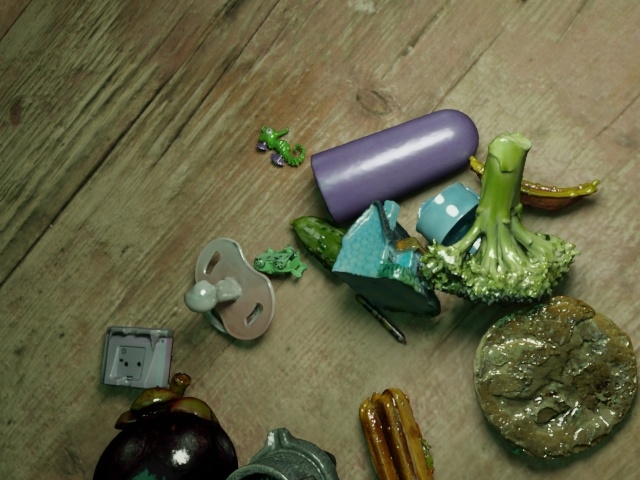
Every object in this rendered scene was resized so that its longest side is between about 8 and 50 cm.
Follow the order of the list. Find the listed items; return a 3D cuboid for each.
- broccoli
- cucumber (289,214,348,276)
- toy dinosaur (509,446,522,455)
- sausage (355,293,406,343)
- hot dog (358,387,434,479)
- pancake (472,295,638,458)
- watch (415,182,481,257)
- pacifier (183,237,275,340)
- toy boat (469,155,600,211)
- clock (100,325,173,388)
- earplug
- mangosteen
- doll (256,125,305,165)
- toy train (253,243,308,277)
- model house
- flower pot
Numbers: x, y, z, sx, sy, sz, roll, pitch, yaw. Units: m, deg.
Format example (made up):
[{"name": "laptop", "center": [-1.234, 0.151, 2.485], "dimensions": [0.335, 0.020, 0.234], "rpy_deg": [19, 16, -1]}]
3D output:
[{"name": "broccoli", "center": [0.458, -0.026, 1.205], "dimensions": [0.274, 0.353, 0.398], "rpy_deg": [16, 87, 40]}, {"name": "cucumber", "center": [0.002, -0.003, 1.480], "dimensions": [0.244, 0.134, 0.134], "rpy_deg": [32, 91, 26]}, {"name": "toy dinosaur", "center": [0.486, 0.494, 1.265], "dimensions": [0.083, 0.021, 0.062], "rpy_deg": [37, 105, 20]}, {"name": "sausage", "center": [0.169, 0.217, 1.425], "dimensions": [0.028, 0.025, 0.198], "rpy_deg": [-47, 68, 2]}, {"name": "hot dog", "center": [0.211, 0.551, 1.295], "dimensions": [0.158, 0.117, 0.349], "rpy_deg": [-38, 60, 37]}, {"name": "pancake", "center": [0.554, 0.323, 1.212], "dimensions": [0.386, 0.082, 0.388], "rpy_deg": [0, 92, 6]}, {"name": "watch", "center": [0.348, -0.065, 1.326], "dimensions": [0.210, 0.193, 0.211], "rpy_deg": [-5, 77, 23]}, {"name": "pacifier", "center": [-0.272, 0.146, 1.493], "dimensions": [0.220, 0.273, 0.332], "rpy_deg": [-39, 70, -10]}, {"name": "toy boat", "center": [0.535, -0.142, 1.309], "dimensions": [0.317, 0.141, 0.099], "rpy_deg": [15, 107, 15]}, {"name": "clock", "center": [-0.589, 0.371, 1.621], "dimensions": [0.252, 0.083, 0.187], "rpy_deg": [-1, 80, 18]}, {"name": "earplug", "center": [0.212, -0.222, 1.409], "dimensions": [0.455, 0.215, 0.215], "rpy_deg": [-22, 73, 10]}, {"name": "mangosteen", "center": [-0.424, 0.592, 1.377], "dimensions": [0.381, 0.382, 0.436], "rpy_deg": [-29, 63, 11]}, {"name": "doll", "center": [-0.124, -0.303, 1.616], "dimensions": [0.190, 0.050, 0.115], "rpy_deg": [43, 102, 19]}, {"name": "toy train", "center": [-0.123, 0.068, 1.524], "dimensions": [0.149, 0.099, 0.081], "rpy_deg": [-7, 111, 23]}, {"name": "model house", "center": [0.209, 0.044, 1.327], "dimensions": [0.225, 0.261, 0.241], "rpy_deg": [2, 63, 38]}, {"name": "flower pot", "center": [-0.093, 0.641, 1.297], "dimensions": [0.298, 0.282, 0.300], "rpy_deg": [-5, 78, 22]}]
